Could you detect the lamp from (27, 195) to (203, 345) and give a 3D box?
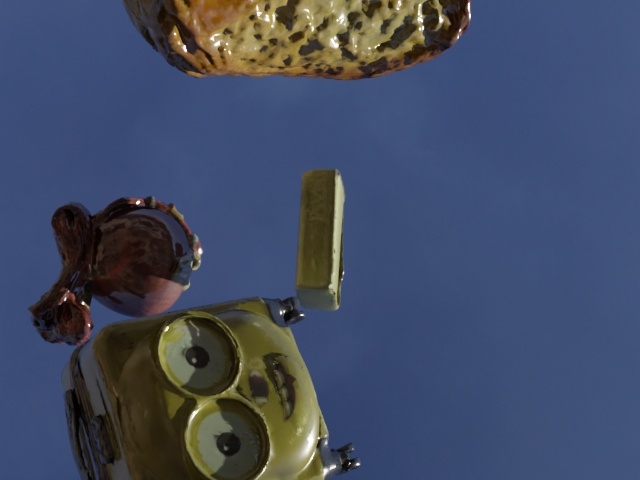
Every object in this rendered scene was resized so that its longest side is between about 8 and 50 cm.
[{"bbox_3d":[-0.270,0.042,1.356,0.223,0.151,0.215,6,-103,-13],"label":"lamp"}]

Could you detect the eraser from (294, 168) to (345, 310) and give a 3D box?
[{"bbox_3d":[0.000,0.000,1.367,0.058,0.117,0.172,1,-107,6],"label":"eraser"}]

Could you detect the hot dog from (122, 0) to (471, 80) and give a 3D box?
[{"bbox_3d":[-0.023,-0.189,0.652,0.114,0.259,0.175,31,-59,52],"label":"hot dog"}]

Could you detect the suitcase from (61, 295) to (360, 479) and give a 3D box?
[{"bbox_3d":[-0.097,0.153,0.886,0.143,0.235,0.193,-39,-115,49],"label":"suitcase"}]
